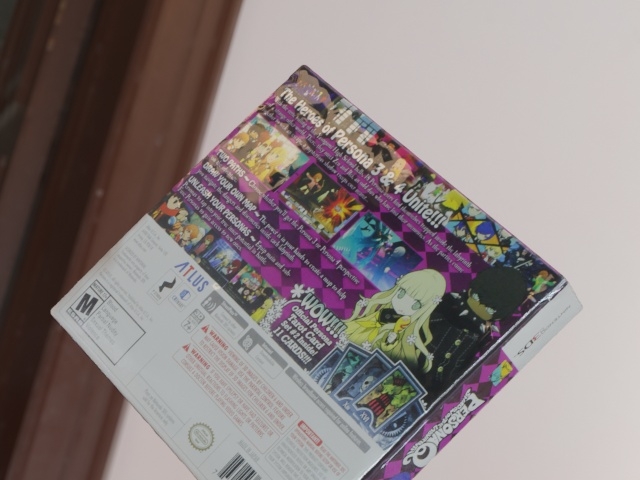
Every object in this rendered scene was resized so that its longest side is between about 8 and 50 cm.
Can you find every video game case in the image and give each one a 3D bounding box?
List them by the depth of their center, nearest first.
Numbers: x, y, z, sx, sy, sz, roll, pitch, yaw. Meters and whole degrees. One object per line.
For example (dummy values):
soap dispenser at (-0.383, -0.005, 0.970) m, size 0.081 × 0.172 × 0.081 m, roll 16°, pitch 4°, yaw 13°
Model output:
video game case at (-0.010, 0.038, 0.953) m, size 0.232 × 0.210 × 0.042 m, roll 42°, pitch 175°, yaw 37°
